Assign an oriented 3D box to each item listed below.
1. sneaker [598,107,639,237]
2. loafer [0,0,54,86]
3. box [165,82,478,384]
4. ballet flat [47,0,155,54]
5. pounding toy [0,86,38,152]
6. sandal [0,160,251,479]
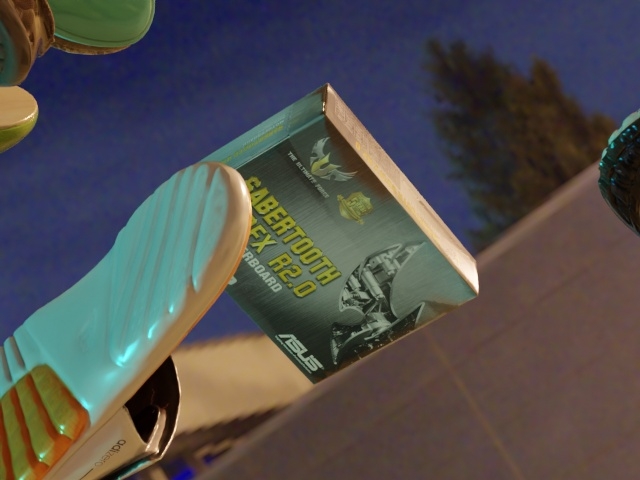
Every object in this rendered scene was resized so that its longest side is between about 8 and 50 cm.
[{"bbox_3d":[0.258,-0.101,1.014,0.108,0.100,0.271,-41,-9,-31],"label":"sneaker"},{"bbox_3d":[-0.299,-0.294,1.383,0.130,0.366,0.134,-21,-16,-33],"label":"loafer"},{"bbox_3d":[0.000,0.000,1.483,0.183,0.231,0.056,-29,29,22],"label":"box"},{"bbox_3d":[-0.367,-0.308,1.753,0.182,0.164,0.483,8,-3,29],"label":"ballet flat"},{"bbox_3d":[-0.452,-0.121,1.995,0.183,0.236,0.110,-65,-15,-66],"label":"pounding toy"},{"bbox_3d":[-0.093,0.066,0.834,0.076,0.102,0.265,22,-46,-31],"label":"sandal"}]
